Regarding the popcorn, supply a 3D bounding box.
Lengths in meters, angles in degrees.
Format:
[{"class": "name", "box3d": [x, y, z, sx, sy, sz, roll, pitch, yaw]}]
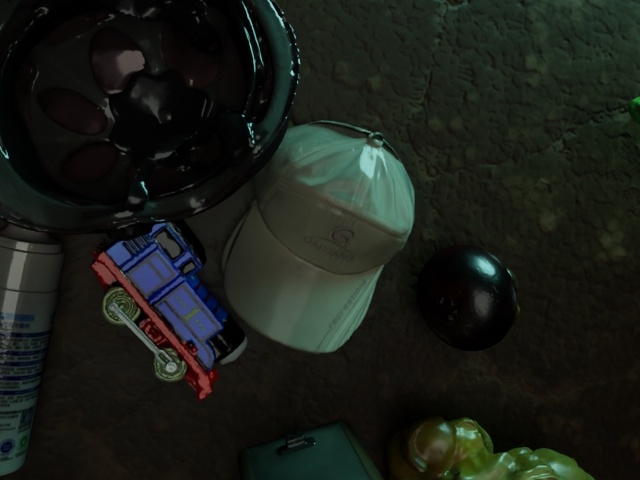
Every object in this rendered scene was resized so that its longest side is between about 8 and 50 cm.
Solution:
[{"class": "popcorn", "box3d": [0.209, 0.360, 0.873, 0.332, 0.225, 0.265, 39, 75, 8]}]

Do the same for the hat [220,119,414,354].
[{"class": "hat", "box3d": [0.000, 0.000, 0.806, 0.219, 0.164, 0.226, 25, 59, -13]}]

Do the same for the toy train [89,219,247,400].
[{"class": "toy train", "box3d": [-0.167, 0.071, 0.822, 0.131, 0.083, 0.204, -38, 103, -6]}]

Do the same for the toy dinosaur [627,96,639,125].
[{"class": "toy dinosaur", "box3d": [0.614, -0.005, 0.800, 0.374, 0.500, 0.144, 23, 103, -48]}]

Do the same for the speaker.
[{"class": "speaker", "box3d": [0.005, 0.336, 0.814, 0.153, 0.231, 0.192, -15, 100, -8]}]

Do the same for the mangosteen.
[{"class": "mangosteen", "box3d": [0.187, 0.066, 0.879, 0.140, 0.140, 0.140, -1, 98, -11]}]

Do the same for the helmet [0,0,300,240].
[{"class": "helmet", "box3d": [-0.185, -0.138, 0.730, 0.338, 0.197, 0.271, -21, 88, -1]}]

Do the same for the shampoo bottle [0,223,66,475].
[{"class": "shampoo bottle", "box3d": [-0.342, 0.098, 0.787, 0.092, 0.092, 0.303, 11, 96, -12]}]
